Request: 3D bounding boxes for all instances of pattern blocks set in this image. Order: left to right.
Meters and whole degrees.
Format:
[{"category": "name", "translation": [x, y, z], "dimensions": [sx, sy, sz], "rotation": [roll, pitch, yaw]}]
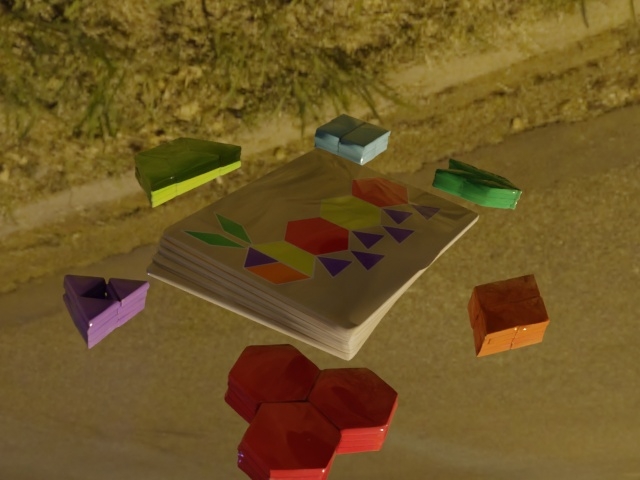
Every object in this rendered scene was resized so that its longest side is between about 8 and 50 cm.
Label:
[{"category": "pattern blocks set", "translation": [0.000, 0.000, 0.475], "dimensions": [0.285, 0.324, 0.026], "rotation": [31, 129, 30]}]
